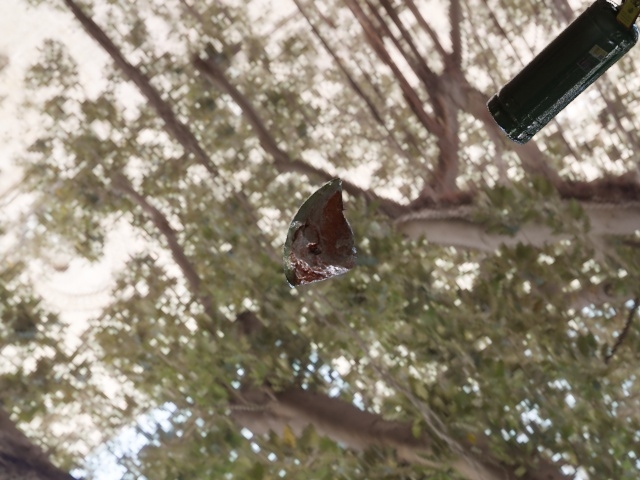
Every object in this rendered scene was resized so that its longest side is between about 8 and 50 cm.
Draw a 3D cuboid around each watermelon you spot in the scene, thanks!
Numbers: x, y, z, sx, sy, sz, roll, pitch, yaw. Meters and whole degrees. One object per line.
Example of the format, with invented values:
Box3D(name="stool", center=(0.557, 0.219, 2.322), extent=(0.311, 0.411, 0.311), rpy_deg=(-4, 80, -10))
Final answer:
Box3D(name="watermelon", center=(0.000, 0.000, 1.534), extent=(0.139, 0.071, 0.187), rpy_deg=(35, -68, 41))

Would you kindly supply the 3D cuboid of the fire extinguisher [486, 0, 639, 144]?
Box3D(name="fire extinguisher", center=(0.397, -0.290, 1.556), extent=(0.311, 0.114, 0.095), rpy_deg=(-42, -156, 29))
